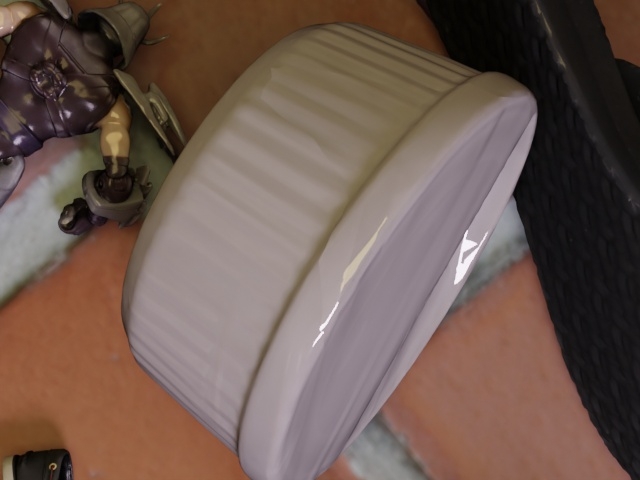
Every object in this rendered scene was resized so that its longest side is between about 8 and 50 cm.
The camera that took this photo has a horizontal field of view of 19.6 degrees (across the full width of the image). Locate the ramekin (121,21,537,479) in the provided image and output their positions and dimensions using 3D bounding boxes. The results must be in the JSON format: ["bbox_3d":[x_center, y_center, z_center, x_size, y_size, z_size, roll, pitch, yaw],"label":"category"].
[{"bbox_3d":[0.000,0.000,1.053,0.127,0.273,0.273,32,84,15],"label":"ramekin"}]

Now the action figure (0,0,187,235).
[{"bbox_3d":[-0.207,-0.058,1.133,0.285,0.099,0.185,-42,79,-9],"label":"action figure"}]

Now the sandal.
[{"bbox_3d":[0.190,-0.035,1.113,0.107,0.167,0.446,-19,85,-21],"label":"sandal"}]

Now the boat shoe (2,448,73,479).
[{"bbox_3d":[-0.162,0.192,1.125,0.042,0.049,0.133,-10,80,5],"label":"boat shoe"}]
